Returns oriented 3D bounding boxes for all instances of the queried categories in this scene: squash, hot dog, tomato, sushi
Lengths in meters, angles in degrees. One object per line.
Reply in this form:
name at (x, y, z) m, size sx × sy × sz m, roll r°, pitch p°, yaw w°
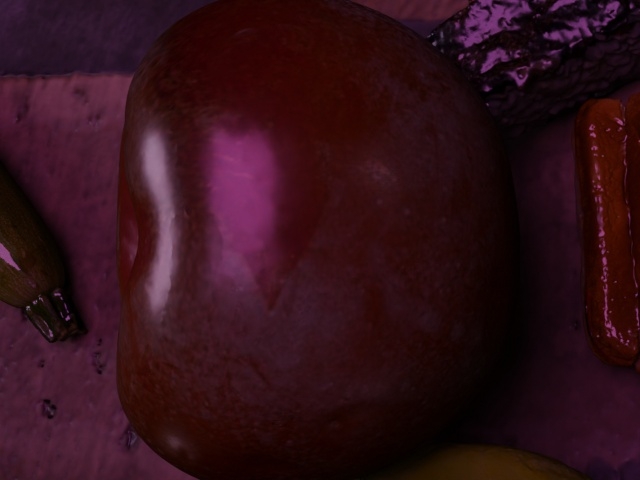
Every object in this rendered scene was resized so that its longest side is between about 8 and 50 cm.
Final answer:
squash at (-0.239, -0.031, 1.131) m, size 0.066 × 0.066 × 0.252 m, roll -45°, pitch 61°, yaw 7°
hot dog at (0.179, -0.005, 0.933) m, size 0.071 × 0.045 × 0.165 m, roll -8°, pitch 71°, yaw 22°
tomato at (0.000, 0.000, 0.900) m, size 0.222 × 0.270 × 0.270 m, roll 2°, pitch 71°, yaw -12°
sushi at (0.132, -0.117, 0.966) m, size 0.150 × 0.090 × 0.078 m, roll -30°, pitch 67°, yaw 13°

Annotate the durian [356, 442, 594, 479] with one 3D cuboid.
durian at (0.108, 0.186, 0.874) m, size 0.139 × 0.101 × 0.250 m, roll -46°, pitch 61°, yaw 7°
